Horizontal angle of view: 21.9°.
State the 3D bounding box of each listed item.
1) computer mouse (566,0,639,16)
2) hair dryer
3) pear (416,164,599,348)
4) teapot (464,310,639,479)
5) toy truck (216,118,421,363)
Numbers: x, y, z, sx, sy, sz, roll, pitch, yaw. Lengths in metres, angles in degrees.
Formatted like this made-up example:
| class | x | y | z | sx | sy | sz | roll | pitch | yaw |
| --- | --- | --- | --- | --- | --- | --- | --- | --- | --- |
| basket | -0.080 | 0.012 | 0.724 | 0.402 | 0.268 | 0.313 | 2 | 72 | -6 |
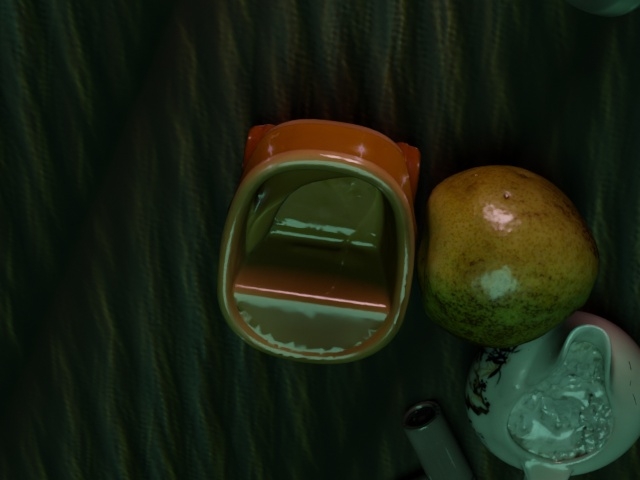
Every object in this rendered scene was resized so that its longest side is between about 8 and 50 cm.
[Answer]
| class | x | y | z | sx | sy | sz | roll | pitch | yaw |
| --- | --- | --- | --- | --- | --- | --- | --- | --- | --- |
| computer mouse | 0.291 | -0.363 | 1.512 | 0.197 | 0.095 | 0.331 | 42 | 125 | 26 |
| hair dryer | 0.079 | 0.299 | 2.003 | 0.220 | 0.054 | 0.195 | -14 | 119 | 21 |
| pear | 0.196 | 0.018 | 1.728 | 0.197 | 0.197 | 0.197 | 2 | 122 | 3 |
| teapot | 0.268 | 0.196 | 1.859 | 0.208 | 0.166 | 0.300 | 1 | 113 | -10 |
| toy truck | 0.000 | 0.000 | 1.719 | 0.204 | 0.211 | 0.288 | 8 | 119 | 0 |
